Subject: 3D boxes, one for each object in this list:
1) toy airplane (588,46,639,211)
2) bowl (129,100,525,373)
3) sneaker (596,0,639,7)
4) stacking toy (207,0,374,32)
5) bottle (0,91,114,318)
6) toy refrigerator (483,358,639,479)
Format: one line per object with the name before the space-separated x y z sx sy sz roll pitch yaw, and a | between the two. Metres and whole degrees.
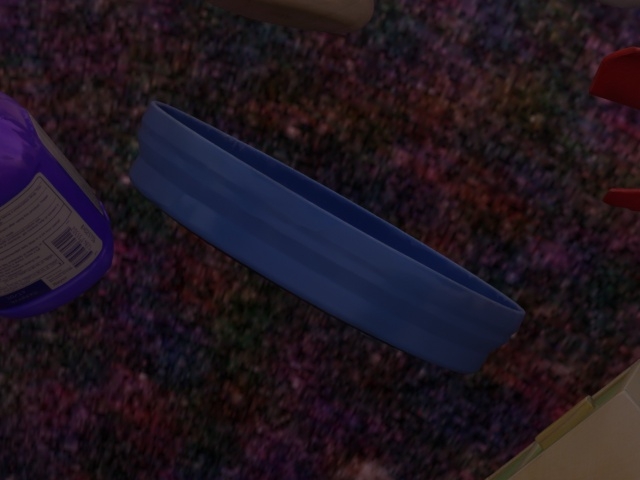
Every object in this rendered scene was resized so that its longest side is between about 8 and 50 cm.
toy airplane | 0.128 -0.021 0.392 0.151 0.151 0.028 8 83 -10
bowl | 0.000 0.000 1.348 0.391 0.391 0.077 30 94 7
sneaker | 0.178 -0.167 0.525 0.091 0.258 0.094 36 51 -29
stacking toy | 0.002 -0.333 1.127 0.141 0.141 0.330 12 90 -8
bottle | -0.240 -0.044 1.005 0.118 0.283 0.092 -29 59 1
toy refrigerator | 0.151 0.202 1.070 0.094 0.269 0.102 50 24 6
